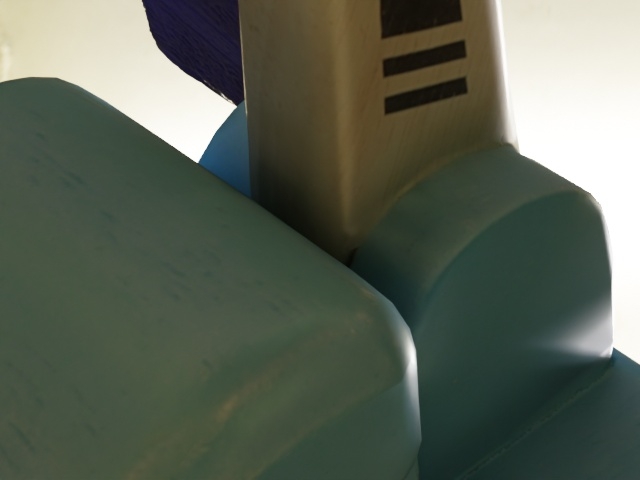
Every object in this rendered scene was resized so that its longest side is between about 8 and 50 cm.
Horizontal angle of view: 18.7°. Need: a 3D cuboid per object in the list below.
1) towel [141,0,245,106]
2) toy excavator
[{"bbox_3d":[-0.042,-0.166,1.300,0.227,0.076,0.308,40,-14,19],"label":"towel"},{"bbox_3d":[0.000,0.000,0.499,0.222,0.433,0.445,36,-32,38],"label":"toy excavator"}]
